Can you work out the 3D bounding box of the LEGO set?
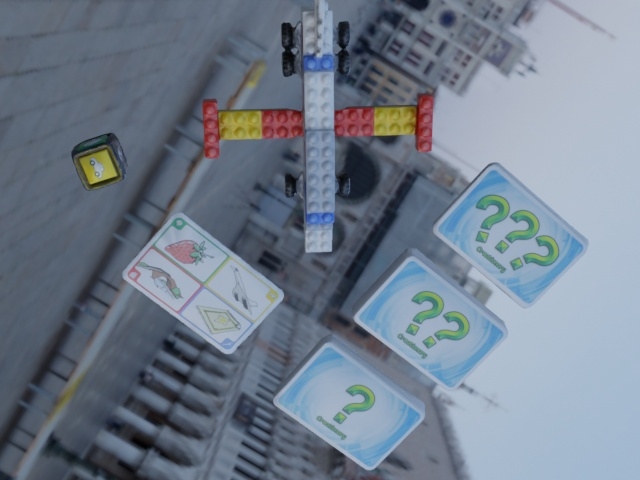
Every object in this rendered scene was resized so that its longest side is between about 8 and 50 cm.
[{"bbox_3d":[0.000,0.000,0.495,0.182,0.244,0.060,-47,-163,12],"label":"LEGO set"}]
